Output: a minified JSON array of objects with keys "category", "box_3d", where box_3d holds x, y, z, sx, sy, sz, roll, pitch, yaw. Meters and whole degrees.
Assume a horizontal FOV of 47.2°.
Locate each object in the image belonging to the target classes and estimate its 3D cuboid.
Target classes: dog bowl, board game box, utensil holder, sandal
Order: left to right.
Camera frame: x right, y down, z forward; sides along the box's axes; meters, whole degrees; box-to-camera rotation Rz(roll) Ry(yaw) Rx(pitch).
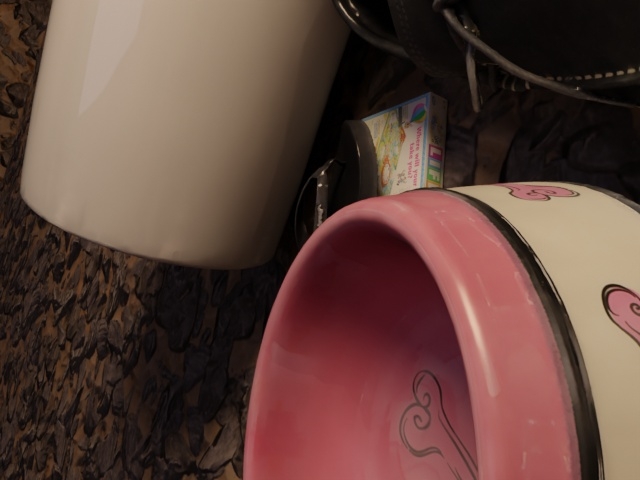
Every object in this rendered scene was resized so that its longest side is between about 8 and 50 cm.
[{"category":"utensil holder","box_3d":[-0.141,-0.202,0.817,0.327,0.328,0.385,39,115,53]},{"category":"sandal","box_3d":[0.000,0.001,0.748,0.097,0.055,0.254,-126,49,-64]},{"category":"board game box","box_3d":[0.077,-0.060,0.732,0.103,0.026,0.154,-12,68,52]},{"category":"dog bowl","box_3d":[0.069,0.150,0.477,0.408,0.150,0.407,-171,90,-67]}]

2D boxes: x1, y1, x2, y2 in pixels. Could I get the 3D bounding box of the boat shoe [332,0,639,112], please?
[{"category":"boat shoe","box_3d":[0.126,-0.182,0.498,0.500,0.156,0.186,-129,23,-64]}]
